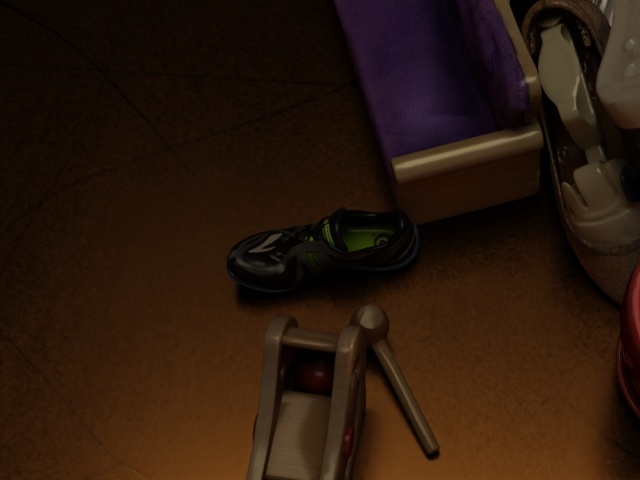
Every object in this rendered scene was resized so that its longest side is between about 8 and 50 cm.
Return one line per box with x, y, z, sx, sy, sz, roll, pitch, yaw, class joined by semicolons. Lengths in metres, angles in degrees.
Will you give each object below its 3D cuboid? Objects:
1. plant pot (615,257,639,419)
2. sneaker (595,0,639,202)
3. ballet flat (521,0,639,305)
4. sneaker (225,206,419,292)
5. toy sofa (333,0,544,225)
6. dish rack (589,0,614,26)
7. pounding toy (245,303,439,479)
0.352;0.086;1.385;0.191;0.174;0.191;-2;70;4;plant pot
0.375;-0.149;1.476;0.130;0.236;0.323;-14;39;43;sneaker
0.251;-0.085;1.496;0.107;0.106;0.316;-22;77;20;ballet flat
0.000;0.000;1.534;0.188;0.078;0.067;-9;59;1;sneaker
0.100;-0.212;1.593;0.150;0.177;0.363;-14;60;-2;toy sofa
0.403;-0.237;1.563;0.285;0.072;0.333;17;90;14;dish rack
0.024;0.157;1.396;0.154;0.154;0.270;8;61;10;pounding toy
